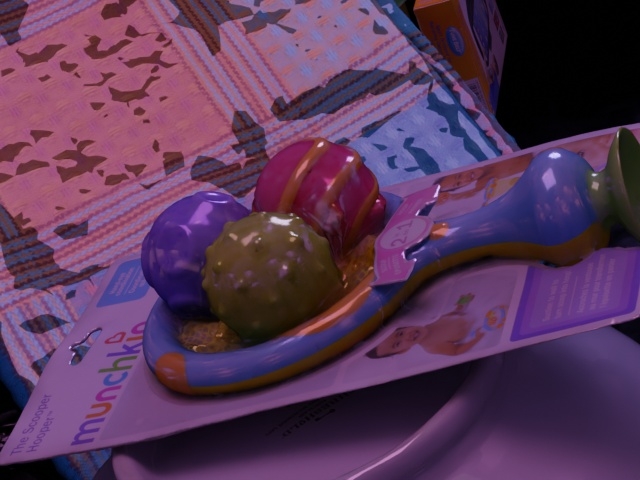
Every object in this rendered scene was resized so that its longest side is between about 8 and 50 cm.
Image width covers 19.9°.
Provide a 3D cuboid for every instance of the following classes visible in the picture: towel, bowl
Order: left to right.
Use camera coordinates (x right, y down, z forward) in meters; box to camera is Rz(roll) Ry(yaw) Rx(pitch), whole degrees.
[{"bbox_3d":[-0.072,-0.054,0.909,0.271,0.040,0.370,-29,59,-13],"label":"towel"},{"bbox_3d":[0.016,0.102,0.651,0.298,0.134,0.298,-17,26,9],"label":"bowl"}]

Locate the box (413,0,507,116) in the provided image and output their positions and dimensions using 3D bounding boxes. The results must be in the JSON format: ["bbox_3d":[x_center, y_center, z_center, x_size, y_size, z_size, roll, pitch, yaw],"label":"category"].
[{"bbox_3d":[0.087,-0.135,1.105,0.028,0.081,0.136,-13,28,19],"label":"box"}]

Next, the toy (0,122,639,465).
[{"bbox_3d":[0.000,0.000,0.640,0.237,0.056,0.137,-11,27,21],"label":"toy"}]

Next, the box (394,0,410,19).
[{"bbox_3d":[-0.021,-0.139,1.245,0.179,0.043,0.105,-1,33,41],"label":"box"}]

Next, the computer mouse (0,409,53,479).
[{"bbox_3d":[-0.211,0.155,0.797,0.188,0.072,0.272,-20,26,4],"label":"computer mouse"}]
